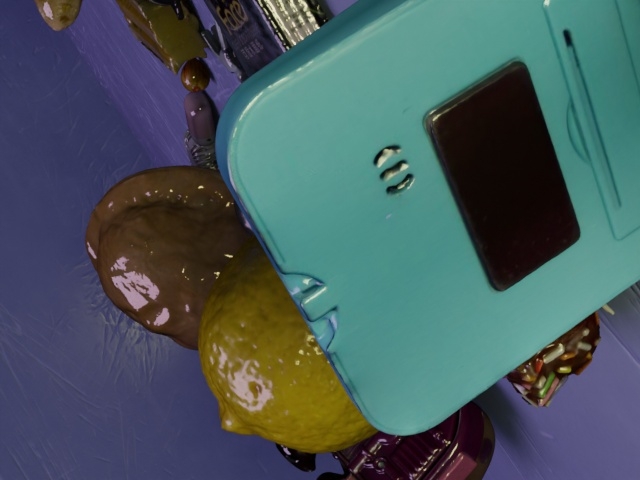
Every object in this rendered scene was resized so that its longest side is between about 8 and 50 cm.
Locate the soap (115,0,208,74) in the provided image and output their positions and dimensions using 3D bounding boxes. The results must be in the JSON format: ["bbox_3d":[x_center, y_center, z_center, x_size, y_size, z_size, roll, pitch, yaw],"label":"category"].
[{"bbox_3d":[-0.272,-0.372,1.358,0.233,0.076,0.135,43,162,49],"label":"soap"}]

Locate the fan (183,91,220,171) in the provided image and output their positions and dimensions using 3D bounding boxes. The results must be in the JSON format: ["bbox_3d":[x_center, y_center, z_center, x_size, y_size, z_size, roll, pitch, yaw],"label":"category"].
[{"bbox_3d":[-0.229,-0.204,1.649,0.244,0.074,0.130,92,154,-61],"label":"fan"}]

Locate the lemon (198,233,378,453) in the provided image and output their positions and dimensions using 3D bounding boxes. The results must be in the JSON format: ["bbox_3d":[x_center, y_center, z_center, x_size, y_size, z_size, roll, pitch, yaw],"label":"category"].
[{"bbox_3d":[0.003,0.092,0.880,0.267,0.267,0.267,52,167,17],"label":"lemon"}]

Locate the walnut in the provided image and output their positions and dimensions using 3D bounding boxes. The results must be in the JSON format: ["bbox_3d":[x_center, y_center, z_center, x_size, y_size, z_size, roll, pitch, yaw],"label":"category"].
[{"bbox_3d":[-0.237,0.036,1.587,0.383,0.384,0.383,52,167,17],"label":"walnut"}]

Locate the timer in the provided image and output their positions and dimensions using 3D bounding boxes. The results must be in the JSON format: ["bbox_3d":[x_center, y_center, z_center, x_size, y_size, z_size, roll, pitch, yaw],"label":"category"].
[{"bbox_3d":[0.078,-0.039,0.480,0.091,0.250,0.231,33,153,58],"label":"timer"}]

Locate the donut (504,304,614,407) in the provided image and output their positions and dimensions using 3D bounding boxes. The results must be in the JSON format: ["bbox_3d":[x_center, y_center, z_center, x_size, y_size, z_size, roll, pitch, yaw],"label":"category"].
[{"bbox_3d":[0.141,0.017,0.665,0.230,0.096,0.216,58,-174,14],"label":"donut"}]

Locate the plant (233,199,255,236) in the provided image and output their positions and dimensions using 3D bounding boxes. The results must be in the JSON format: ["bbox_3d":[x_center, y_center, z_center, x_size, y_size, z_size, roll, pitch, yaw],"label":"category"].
[{"bbox_3d":[0.000,0.000,1.099,0.256,0.164,0.142,42,166,9],"label":"plant"}]

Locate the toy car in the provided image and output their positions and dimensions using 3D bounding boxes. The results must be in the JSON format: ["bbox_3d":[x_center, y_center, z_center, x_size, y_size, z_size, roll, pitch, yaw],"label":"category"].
[{"bbox_3d":[0.111,0.272,1.204,0.240,0.271,0.341,43,178,-40],"label":"toy car"}]

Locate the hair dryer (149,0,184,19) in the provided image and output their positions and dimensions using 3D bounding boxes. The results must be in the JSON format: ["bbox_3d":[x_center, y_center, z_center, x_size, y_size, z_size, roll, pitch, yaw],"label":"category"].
[{"bbox_3d":[-0.218,-0.419,1.018,0.195,0.078,0.248,-121,17,-47],"label":"hair dryer"}]

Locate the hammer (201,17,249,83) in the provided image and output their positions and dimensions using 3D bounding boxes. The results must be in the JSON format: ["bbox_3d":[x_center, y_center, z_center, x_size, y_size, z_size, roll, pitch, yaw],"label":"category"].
[{"bbox_3d":[-0.148,-0.328,1.118,0.103,0.029,0.246,47,163,34],"label":"hammer"}]

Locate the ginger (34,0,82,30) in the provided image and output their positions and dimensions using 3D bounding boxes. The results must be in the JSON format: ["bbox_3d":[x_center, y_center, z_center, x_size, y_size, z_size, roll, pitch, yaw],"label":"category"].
[{"bbox_3d":[-0.449,-0.565,1.372,0.348,0.122,0.363,69,158,0],"label":"ginger"}]

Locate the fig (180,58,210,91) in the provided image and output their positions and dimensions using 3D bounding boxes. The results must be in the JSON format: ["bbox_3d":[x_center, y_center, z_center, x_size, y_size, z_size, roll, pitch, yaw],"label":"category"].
[{"bbox_3d":[-0.221,-0.297,1.440,0.050,0.050,0.083,88,168,-67],"label":"fig"}]

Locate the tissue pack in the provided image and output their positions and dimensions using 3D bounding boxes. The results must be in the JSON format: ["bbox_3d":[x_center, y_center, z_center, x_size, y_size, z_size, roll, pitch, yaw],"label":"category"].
[{"bbox_3d":[-0.059,-0.241,0.892,0.235,0.073,0.173,59,166,-13],"label":"tissue pack"}]
